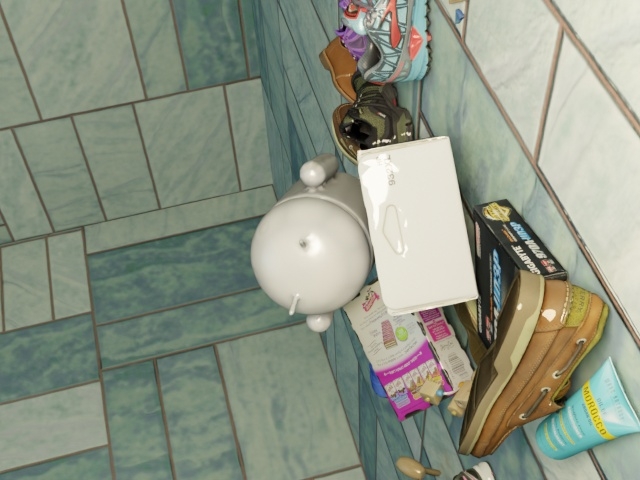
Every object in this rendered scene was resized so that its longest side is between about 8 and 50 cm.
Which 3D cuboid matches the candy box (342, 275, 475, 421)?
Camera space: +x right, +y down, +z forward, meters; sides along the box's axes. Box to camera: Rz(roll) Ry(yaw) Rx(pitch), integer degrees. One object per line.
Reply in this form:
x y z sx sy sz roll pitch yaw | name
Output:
0.150 0.172 1.557 0.159 0.071 0.233 -40 73 47 | candy box

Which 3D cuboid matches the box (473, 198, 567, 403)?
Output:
0.251 0.084 1.156 0.175 0.051 0.220 -113 13 -54 | box

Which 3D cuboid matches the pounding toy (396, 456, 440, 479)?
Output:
0.252 0.569 1.891 0.154 0.155 0.270 19 137 47 | pounding toy

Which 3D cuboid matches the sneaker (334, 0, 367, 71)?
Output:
0.064 -0.371 1.680 0.068 0.071 0.170 -116 14 -60 | sneaker

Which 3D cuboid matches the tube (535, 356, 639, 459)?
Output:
0.302 0.200 1.024 0.207 0.052 0.080 106 144 -63 | tube

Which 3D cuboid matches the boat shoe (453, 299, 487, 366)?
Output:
0.245 0.137 1.350 0.153 0.048 0.056 68 158 16 | boat shoe

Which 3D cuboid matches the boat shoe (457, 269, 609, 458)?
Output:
0.234 0.165 1.036 0.307 0.104 0.111 101 -175 -49 | boat shoe

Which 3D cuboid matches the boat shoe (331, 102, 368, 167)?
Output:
0.099 -0.177 1.695 0.257 0.095 0.095 59 164 29 | boat shoe

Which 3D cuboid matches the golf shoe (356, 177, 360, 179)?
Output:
0.094 -0.051 1.860 0.306 0.115 0.140 138 115 -82 | golf shoe

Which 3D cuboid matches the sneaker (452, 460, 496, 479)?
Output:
0.273 0.471 1.538 0.072 0.077 0.178 88 166 -59 | sneaker

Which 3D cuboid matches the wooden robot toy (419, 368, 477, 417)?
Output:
0.243 0.234 1.410 0.173 0.079 0.076 -2 135 49 | wooden robot toy

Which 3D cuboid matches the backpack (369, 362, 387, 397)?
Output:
0.159 0.264 1.859 0.098 0.120 0.101 -132 30 -76 | backpack

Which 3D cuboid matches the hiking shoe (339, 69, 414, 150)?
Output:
0.081 -0.230 1.603 0.227 0.114 0.086 -116 17 -45 | hiking shoe

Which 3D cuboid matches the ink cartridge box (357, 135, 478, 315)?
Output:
0.133 -0.033 1.326 0.307 0.129 0.223 -65 -36 -84 | ink cartridge box

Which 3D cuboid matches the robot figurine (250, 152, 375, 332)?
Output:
0.000 0.000 1.549 0.353 0.199 0.300 -57 -36 -67 | robot figurine

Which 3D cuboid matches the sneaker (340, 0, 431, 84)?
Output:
0.092 -0.343 1.319 0.104 0.125 0.262 -116 15 -57 | sneaker

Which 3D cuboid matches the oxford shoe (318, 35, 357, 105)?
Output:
0.067 -0.324 1.768 0.076 0.076 0.212 -49 55 29 | oxford shoe

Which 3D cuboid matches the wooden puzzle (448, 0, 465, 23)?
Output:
0.171 -0.341 1.170 0.078 0.014 0.116 -156 53 -81 | wooden puzzle
